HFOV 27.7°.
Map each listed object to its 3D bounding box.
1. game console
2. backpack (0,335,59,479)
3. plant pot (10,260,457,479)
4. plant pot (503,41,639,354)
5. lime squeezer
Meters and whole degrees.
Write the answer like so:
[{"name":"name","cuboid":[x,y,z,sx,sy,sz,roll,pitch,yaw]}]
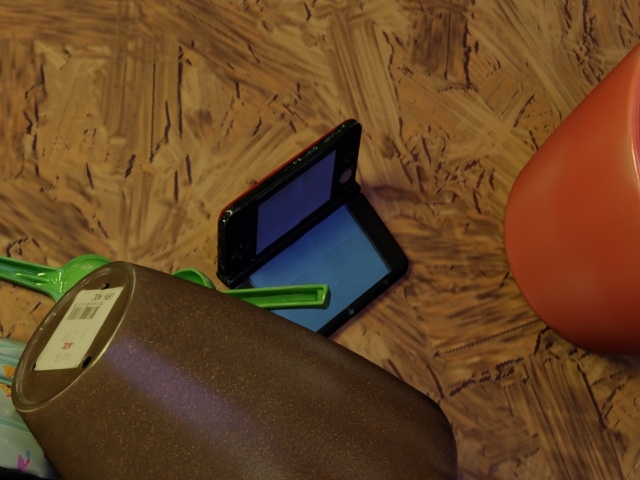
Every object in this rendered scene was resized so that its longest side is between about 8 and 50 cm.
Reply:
[{"name":"game console","cuboid":[0.000,0.000,0.987,0.085,0.124,0.144,40,60,22]},{"name":"backpack","cuboid":[-0.246,0.112,0.819,0.182,0.152,0.115,14,74,-30]},{"name":"plant pot","cuboid":[-0.070,0.121,0.812,0.230,0.215,0.215,42,62,-27]},{"name":"plant pot","cuboid":[0.288,-0.026,1.024,0.275,0.243,0.274,6,72,-21]},{"name":"lime squeezer","cuboid":[-0.140,0.039,0.911,0.311,0.110,0.058,8,87,11]}]
